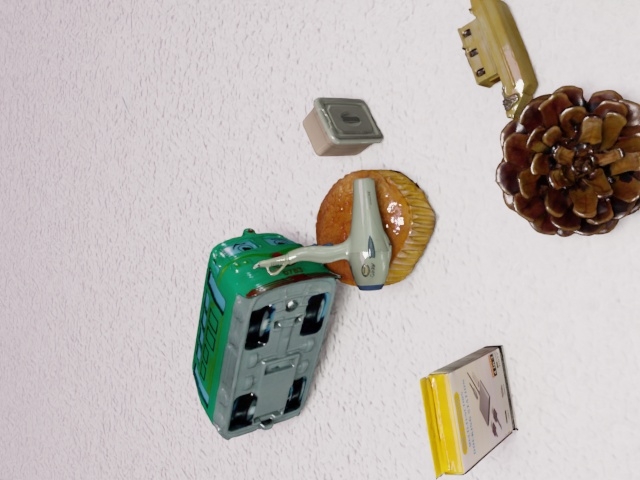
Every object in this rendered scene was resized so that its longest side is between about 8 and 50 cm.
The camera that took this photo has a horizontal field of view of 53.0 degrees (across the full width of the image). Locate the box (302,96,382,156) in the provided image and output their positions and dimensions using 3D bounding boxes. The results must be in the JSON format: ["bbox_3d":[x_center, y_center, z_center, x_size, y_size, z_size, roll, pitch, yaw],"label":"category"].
[{"bbox_3d":[0.033,-0.186,1.070,0.062,0.122,0.089,-39,68,43],"label":"box"}]

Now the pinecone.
[{"bbox_3d":[0.324,-0.100,0.809,0.208,0.208,0.207,1,91,37],"label":"pinecone"}]

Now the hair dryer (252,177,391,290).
[{"bbox_3d":[0.011,-0.018,0.950,0.199,0.067,0.167,10,87,-4],"label":"hair dryer"}]

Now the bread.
[{"bbox_3d":[0.081,-0.020,1.043,0.199,0.104,0.199,1,92,37],"label":"bread"}]

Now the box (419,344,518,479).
[{"bbox_3d":[0.207,0.224,0.866,0.033,0.247,0.129,-11,86,33],"label":"box"}]

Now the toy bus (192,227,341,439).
[{"bbox_3d":[-0.108,0.150,1.100,0.199,0.184,0.343,47,133,41],"label":"toy bus"}]

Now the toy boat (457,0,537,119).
[{"bbox_3d":[0.256,-0.268,0.939,0.077,0.057,0.200,-26,76,39],"label":"toy boat"}]
